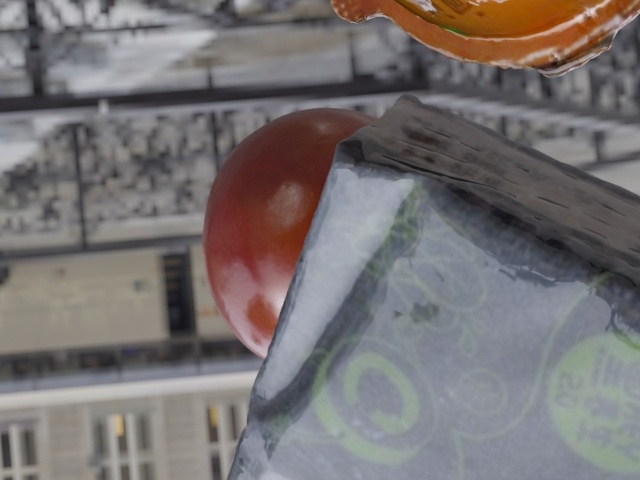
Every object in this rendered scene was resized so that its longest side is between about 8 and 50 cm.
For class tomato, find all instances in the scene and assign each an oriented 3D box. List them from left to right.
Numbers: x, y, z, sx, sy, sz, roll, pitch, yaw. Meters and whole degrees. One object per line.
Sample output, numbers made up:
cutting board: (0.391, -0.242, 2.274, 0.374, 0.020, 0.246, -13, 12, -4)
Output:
tomato: (0.000, 0.000, 1.354, 0.136, 0.195, 0.195, 5, -177, 28)

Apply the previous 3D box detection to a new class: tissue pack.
tissue pack: (0.155, 0.137, 0.951, 0.394, 0.288, 0.124, 25, -151, 14)

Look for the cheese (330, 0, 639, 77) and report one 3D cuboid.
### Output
cheese: (0.117, -0.197, 0.835, 0.329, 0.217, 0.129, -29, 164, 34)
